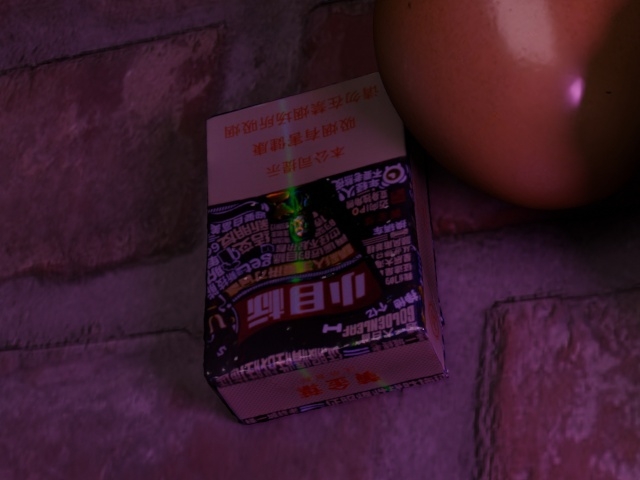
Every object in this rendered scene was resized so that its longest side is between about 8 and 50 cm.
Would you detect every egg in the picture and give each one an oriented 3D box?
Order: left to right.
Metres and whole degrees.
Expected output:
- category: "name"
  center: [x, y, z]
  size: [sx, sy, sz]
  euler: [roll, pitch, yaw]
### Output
- category: "egg"
  center: [0.179, -0.166, 1.417]
  size: [0.250, 0.250, 0.322]
  euler: [-27, 47, 2]

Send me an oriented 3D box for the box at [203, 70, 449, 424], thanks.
- category: "box"
  center: [0.000, 0.000, 1.480]
  size: [0.198, 0.084, 0.310]
  euler: [-14, 50, 13]
